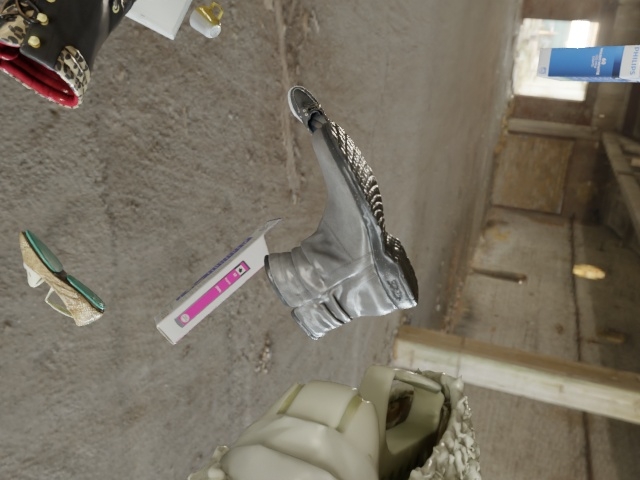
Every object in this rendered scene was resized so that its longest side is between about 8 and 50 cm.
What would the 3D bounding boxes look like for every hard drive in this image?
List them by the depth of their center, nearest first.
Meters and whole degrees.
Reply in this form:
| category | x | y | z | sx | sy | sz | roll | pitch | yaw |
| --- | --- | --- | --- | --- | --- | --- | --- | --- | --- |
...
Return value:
| category | x | y | z | sx | sy | sz | roll | pitch | yaw |
| --- | --- | --- | --- | --- | --- | --- | --- | --- | --- |
| hard drive | -0.455 | -0.768 | 1.752 | 0.308 | 0.203 | 0.040 | -67 | -166 | -4 |

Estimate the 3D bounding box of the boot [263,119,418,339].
| category | x | y | z | sx | sy | sz | roll | pitch | yaw |
| --- | --- | --- | --- | --- | --- | --- | --- | --- | --- |
| boot | 0.000 | 0.000 | 0.966 | 0.338 | 0.222 | 0.118 | 66 | 19 | -13 |

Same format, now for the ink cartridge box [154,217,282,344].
| category | x | y | z | sx | sy | sz | roll | pitch | yaw |
| --- | --- | --- | --- | --- | --- | --- | --- | --- | --- |
| ink cartridge box | -0.229 | 0.087 | 1.428 | 0.371 | 0.069 | 0.176 | -44 | -169 | -13 |

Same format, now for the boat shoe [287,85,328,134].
| category | x | y | z | sx | sy | sz | roll | pitch | yaw |
| --- | --- | --- | --- | --- | --- | --- | --- | --- | --- |
| boat shoe | -0.018 | -0.337 | 1.679 | 0.228 | 0.080 | 0.076 | 64 | -8 | 6 |

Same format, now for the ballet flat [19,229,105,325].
| category | x | y | z | sx | sy | sz | roll | pitch | yaw |
| --- | --- | --- | --- | --- | --- | --- | --- | --- | --- |
| ballet flat | -0.480 | 0.074 | 1.089 | 0.067 | 0.206 | 0.073 | -43 | -176 | -2 |

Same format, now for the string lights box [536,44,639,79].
| category | x | y | z | sx | sy | sz | roll | pitch | yaw |
| --- | --- | --- | --- | --- | --- | --- | --- | --- | --- |
| string lights box | 0.698 | -0.440 | 1.524 | 0.133 | 0.259 | 0.077 | -6 | 105 | -41 |

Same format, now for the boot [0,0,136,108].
| category | x | y | z | sx | sy | sz | roll | pitch | yaw |
| --- | --- | --- | --- | --- | --- | --- | --- | --- | --- |
| boot | -0.426 | -0.407 | 0.908 | 0.377 | 0.138 | 0.284 | 58 | 45 | -65 |

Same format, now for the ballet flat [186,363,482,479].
| category | x | y | z | sx | sy | sz | roll | pitch | yaw |
| --- | --- | --- | --- | --- | --- | --- | --- | --- | --- |
| ballet flat | 0.017 | 0.159 | 0.444 | 0.409 | 0.147 | 0.147 | 10 | 90 | -61 |

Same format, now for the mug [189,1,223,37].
| category | x | y | z | sx | sy | sz | roll | pitch | yaw |
| --- | --- | --- | --- | --- | --- | --- | --- | --- | --- |
| mug | -0.275 | -0.537 | 1.485 | 0.062 | 0.064 | 0.078 | -27 | 154 | -38 |
